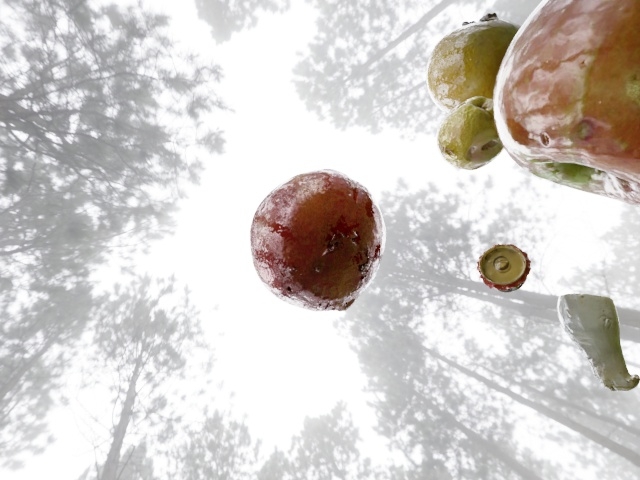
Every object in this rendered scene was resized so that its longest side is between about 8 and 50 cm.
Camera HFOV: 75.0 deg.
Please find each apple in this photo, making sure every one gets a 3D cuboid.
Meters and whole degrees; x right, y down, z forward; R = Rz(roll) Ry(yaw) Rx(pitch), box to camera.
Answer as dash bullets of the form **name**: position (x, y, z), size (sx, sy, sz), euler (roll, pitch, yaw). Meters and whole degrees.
- **apple**: position (0.426, -0.218, 0.578), size (0.338, 0.339, 0.341), euler (-1, -87, -18)

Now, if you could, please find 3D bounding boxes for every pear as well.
- **pear**: position (0.372, -0.261, 1.013), size (0.177, 0.178, 0.178), euler (-1, -87, -18)

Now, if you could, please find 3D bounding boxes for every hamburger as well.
- **hamburger**: position (0.638, 0.101, 1.438), size (0.136, 0.175, 0.176), euler (33, -100, -51)

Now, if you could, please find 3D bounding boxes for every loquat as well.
- **loquat**: position (0.496, -0.509, 1.309), size (0.327, 0.328, 0.360), euler (-14, -62, -17)

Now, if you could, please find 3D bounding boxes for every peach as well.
- **peach**: position (0.000, 0.000, 1.033), size (0.369, 0.370, 0.371), euler (-1, -87, -18)

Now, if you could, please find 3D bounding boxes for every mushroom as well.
- **mushroom**: position (0.585, 0.213, 0.890), size (0.093, 0.116, 0.226), euler (-14, -91, -24)
